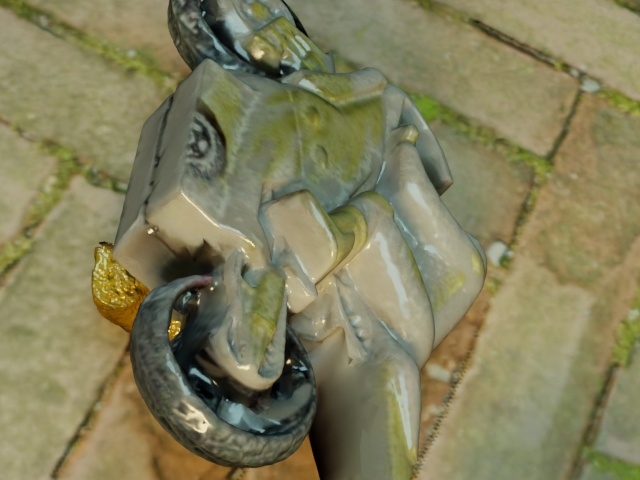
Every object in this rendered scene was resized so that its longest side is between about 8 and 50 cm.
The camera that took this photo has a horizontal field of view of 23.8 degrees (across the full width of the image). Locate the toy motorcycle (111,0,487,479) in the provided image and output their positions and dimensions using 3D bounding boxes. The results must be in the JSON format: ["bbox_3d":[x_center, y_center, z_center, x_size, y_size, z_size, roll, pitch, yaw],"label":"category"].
[{"bbox_3d":[0.000,0.000,0.788,0.223,0.108,0.341,32,37,-25],"label":"toy motorcycle"}]

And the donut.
[{"bbox_3d":[-0.082,0.033,0.793,0.067,0.083,0.038,3,67,27],"label":"donut"}]
